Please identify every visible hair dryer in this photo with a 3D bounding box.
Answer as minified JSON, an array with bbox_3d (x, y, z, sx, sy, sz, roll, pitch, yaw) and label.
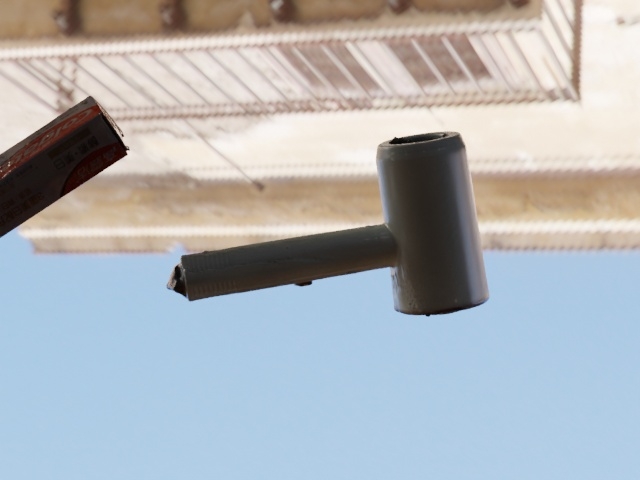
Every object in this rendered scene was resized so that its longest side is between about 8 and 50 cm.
[{"bbox_3d":[0.000,0.000,1.244,0.237,0.073,0.131,-10,-81,-3],"label":"hair dryer"}]

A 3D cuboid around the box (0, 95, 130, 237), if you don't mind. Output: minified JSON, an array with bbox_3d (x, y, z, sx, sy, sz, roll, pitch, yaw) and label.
[{"bbox_3d":[-0.242,-0.027,1.224,0.218,0.039,0.055,-33,-156,-1],"label":"box"}]
